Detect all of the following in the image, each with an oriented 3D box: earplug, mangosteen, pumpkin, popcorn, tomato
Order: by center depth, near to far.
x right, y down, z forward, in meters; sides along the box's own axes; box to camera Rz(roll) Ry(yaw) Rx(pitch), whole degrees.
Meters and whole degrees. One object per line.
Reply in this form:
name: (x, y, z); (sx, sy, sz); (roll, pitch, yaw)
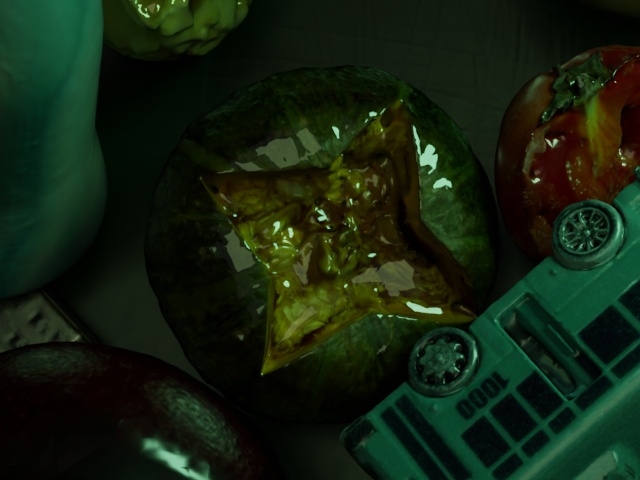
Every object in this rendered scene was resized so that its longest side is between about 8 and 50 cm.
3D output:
mangosteen: (-0.146, 0.207, 1.135); (0.297, 0.293, 0.297); (2, 81, -11)
earplug: (-0.211, -0.111, 1.164); (0.185, 0.324, 0.185); (5, 62, -9)
pumpkin: (-0.001, 0.001, 1.219); (0.238, 0.159, 0.238); (1, 84, -12)
tomato: (0.167, -0.059, 1.227); (0.159, 0.139, 0.091); (-40, 34, -18)
popcorn: (-0.114, -0.207, 1.275); (0.170, 0.180, 0.180); (8, 80, 44)

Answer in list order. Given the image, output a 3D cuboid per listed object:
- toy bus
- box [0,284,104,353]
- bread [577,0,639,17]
toy bus: (0.155, 0.096, 1.152); (0.256, 0.128, 0.147); (-42, 50, 1)
box: (-0.307, 0.040, 1.316); (0.180, 0.047, 0.325); (-44, 77, -1)
bread: (0.264, -0.285, 1.170); (0.333, 0.333, 0.160); (-25, 63, 4)
